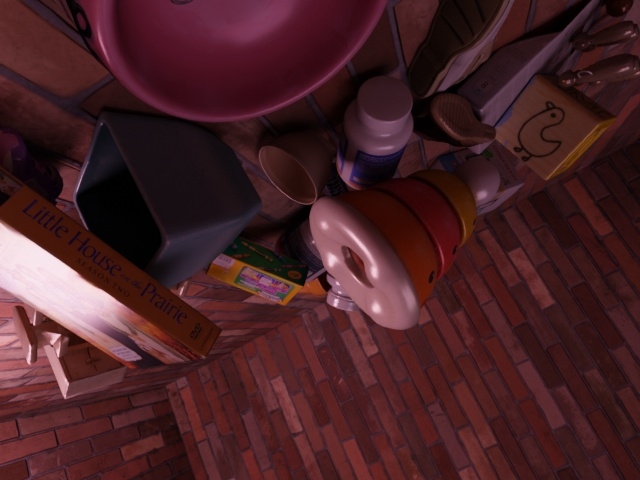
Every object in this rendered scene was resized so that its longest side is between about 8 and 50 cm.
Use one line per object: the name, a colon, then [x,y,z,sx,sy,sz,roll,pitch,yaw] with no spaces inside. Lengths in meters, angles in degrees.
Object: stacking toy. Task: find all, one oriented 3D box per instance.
stacking toy: [0.246,-0.057,1.053,0.480,0.350,0.350,-35,166,-16]

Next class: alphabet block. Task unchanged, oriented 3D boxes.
alphabet block: [0.611,-0.301,1.183,0.193,0.197,0.192,-21,151,-43]

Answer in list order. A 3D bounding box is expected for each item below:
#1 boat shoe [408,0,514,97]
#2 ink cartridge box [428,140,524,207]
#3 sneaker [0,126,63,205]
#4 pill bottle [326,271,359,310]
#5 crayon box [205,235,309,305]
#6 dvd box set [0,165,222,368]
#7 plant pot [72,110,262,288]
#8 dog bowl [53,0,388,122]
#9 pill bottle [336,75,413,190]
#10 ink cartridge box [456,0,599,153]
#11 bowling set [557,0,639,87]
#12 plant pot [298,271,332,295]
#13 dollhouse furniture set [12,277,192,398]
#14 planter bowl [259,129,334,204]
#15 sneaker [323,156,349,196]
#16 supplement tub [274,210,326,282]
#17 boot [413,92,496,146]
boat shoe: [0.276,-0.391,0.855,0.103,0.113,0.302,-21,173,-19]
ink cartridge box: [0.533,-0.200,1.616,0.270,0.198,0.197,-19,161,-23]
sneaker: [-0.458,-0.100,0.697,0.105,0.095,0.236,-19,168,-36]
pill bottle: [0.122,0.091,1.661,0.176,0.176,0.318,1,106,-56]
crayon box: [-0.195,0.092,1.378,0.278,0.081,0.165,23,145,-13]
dvd box set: [-0.397,0.062,0.700,0.308,0.420,0.062,-20,-145,44]
plant pot: [-0.260,-0.066,0.830,0.252,0.247,0.248,-17,162,-45]
dog bowl: [-0.094,-0.301,0.509,0.408,0.150,0.408,-23,164,-7]
pill bottle: [0.121,-0.234,1.007,0.152,0.152,0.272,-22,163,-11]
ink cartridge box: [0.526,-0.434,1.174,0.385,0.091,0.308,-45,160,6]
bowling set: [0.692,-0.484,1.112,0.154,0.199,0.287,-4,-173,41]
plant pot: [-0.067,0.129,1.780,0.188,0.205,0.205,-15,168,21]
dollhouse furniture set: [-0.610,0.178,1.197,0.362,0.256,0.394,-8,134,-47]
planter bowl: [-0.039,-0.174,0.988,0.109,0.162,0.162,-48,172,-24]
sneaker: [0.055,-0.123,1.229,0.086,0.163,0.226,-25,162,4]
supplement tub: [0.000,0.000,1.459,0.272,0.191,0.191,-37,160,33]
boot: [0.277,-0.280,1.084,0.248,0.090,0.207,12,-178,-41]
